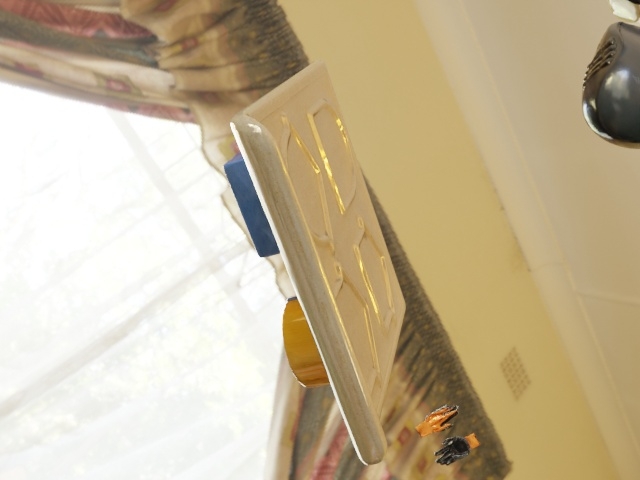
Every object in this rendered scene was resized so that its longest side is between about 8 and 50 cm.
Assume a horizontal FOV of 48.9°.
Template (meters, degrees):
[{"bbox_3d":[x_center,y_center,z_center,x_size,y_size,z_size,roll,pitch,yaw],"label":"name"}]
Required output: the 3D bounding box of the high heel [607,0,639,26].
[{"bbox_3d":[0.515,-0.365,0.999,0.261,0.186,0.093,48,10,-35],"label":"high heel"}]

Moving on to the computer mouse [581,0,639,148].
[{"bbox_3d":[0.238,-0.154,0.499,0.071,0.242,0.041,24,-34,6],"label":"computer mouse"}]

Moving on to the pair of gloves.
[{"bbox_3d":[0.193,0.295,1.068,0.083,0.074,0.010,57,0,6],"label":"pair of gloves"}]

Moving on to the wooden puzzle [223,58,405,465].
[{"bbox_3d":[0.000,0.000,0.714,0.080,0.348,0.322,-15,-72,14],"label":"wooden puzzle"}]
